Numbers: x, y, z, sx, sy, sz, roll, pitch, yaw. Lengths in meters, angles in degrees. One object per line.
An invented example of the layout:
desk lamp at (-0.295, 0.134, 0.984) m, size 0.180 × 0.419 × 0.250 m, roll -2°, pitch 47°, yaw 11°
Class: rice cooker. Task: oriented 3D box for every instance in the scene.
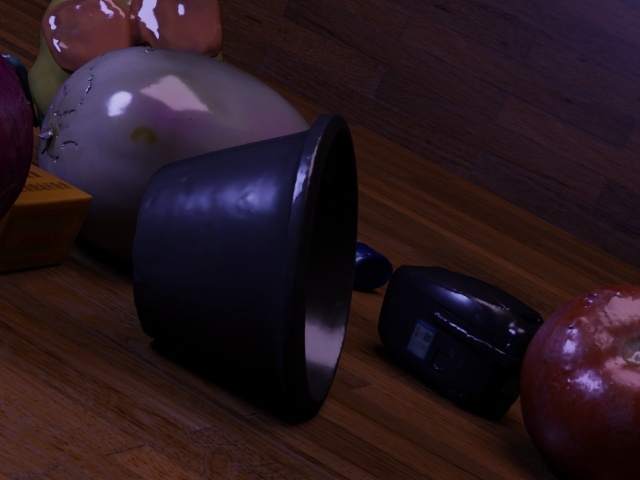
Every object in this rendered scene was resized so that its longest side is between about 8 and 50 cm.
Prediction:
rice cooker at (0.151, 0.099, 1.976) m, size 0.203 × 0.118 × 0.142 m, roll 33°, pitch 12°, yaw 40°

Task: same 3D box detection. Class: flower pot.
flower pot at (-0.067, 0.015, 1.657) m, size 0.166 × 0.269 × 0.269 m, roll 5°, pitch 8°, yaw 9°

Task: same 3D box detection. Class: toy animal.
toy animal at (-0.222, -0.194, 2.092) m, size 0.216 × 0.191 × 0.338 m, roll -13°, pitch -18°, yaw -13°

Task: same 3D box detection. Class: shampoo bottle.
shampoo bottle at (0.000, 0.000, 2.307) m, size 0.183 × 0.050 × 0.087 m, roll 33°, pitch 16°, yaw 36°

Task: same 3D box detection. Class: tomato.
tomato at (0.296, 0.149, 1.848) m, size 0.208 × 0.208 × 0.184 m, roll 28°, pitch -29°, yaw 15°

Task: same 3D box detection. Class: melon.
melon at (-0.135, -0.075, 1.886) m, size 0.317 × 0.223 × 0.223 m, roll 18°, pitch 12°, yaw -34°

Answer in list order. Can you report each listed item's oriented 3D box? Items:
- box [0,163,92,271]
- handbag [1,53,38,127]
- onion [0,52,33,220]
box at (-0.366, -0.065, 1.712) m, size 0.274 × 0.076 × 0.174 m, roll 27°, pitch 9°, yaw 14°
handbag at (-0.421, -0.189, 1.942) m, size 0.268 × 0.100 × 0.274 m, roll 24°, pitch -7°, yaw -1°
onion at (-0.348, -0.105, 1.506) m, size 0.256 × 0.272 × 0.230 m, roll 56°, pitch 13°, yaw -13°
